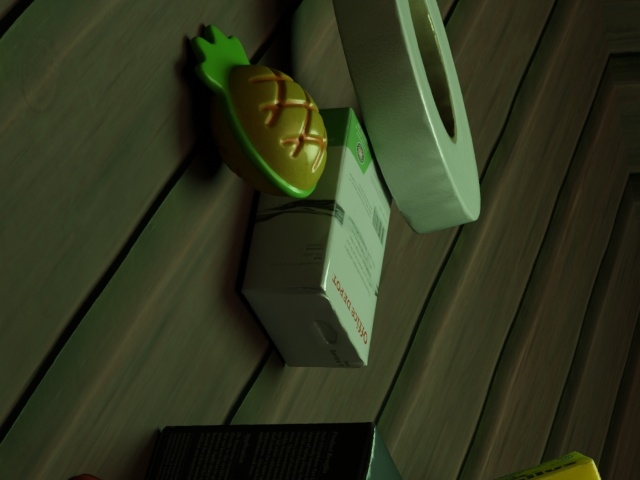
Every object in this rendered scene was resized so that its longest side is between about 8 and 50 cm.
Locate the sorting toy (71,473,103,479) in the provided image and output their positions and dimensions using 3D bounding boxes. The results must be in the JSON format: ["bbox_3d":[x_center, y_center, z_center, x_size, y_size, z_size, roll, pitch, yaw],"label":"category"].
[{"bbox_3d":[-0.101,0.331,1.653,0.127,0.126,0.365,-74,152,-42],"label":"sorting toy"}]

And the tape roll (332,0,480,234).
[{"bbox_3d":[0.092,-0.201,2.191,0.392,0.072,0.392,-15,90,-78],"label":"tape roll"}]

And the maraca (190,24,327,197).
[{"bbox_3d":[-0.061,-0.121,1.871,0.186,0.099,0.127,55,22,-9],"label":"maraca"}]

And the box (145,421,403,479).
[{"bbox_3d":[-0.033,0.245,1.724,0.153,0.207,0.108,66,29,-44],"label":"box"}]

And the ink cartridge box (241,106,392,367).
[{"bbox_3d":[0.000,0.000,2.011,0.160,0.092,0.219,62,32,-51],"label":"ink cartridge box"}]

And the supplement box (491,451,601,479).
[{"bbox_3d":[0.277,0.448,2.312,0.195,0.194,0.356,83,-11,-86],"label":"supplement box"}]
